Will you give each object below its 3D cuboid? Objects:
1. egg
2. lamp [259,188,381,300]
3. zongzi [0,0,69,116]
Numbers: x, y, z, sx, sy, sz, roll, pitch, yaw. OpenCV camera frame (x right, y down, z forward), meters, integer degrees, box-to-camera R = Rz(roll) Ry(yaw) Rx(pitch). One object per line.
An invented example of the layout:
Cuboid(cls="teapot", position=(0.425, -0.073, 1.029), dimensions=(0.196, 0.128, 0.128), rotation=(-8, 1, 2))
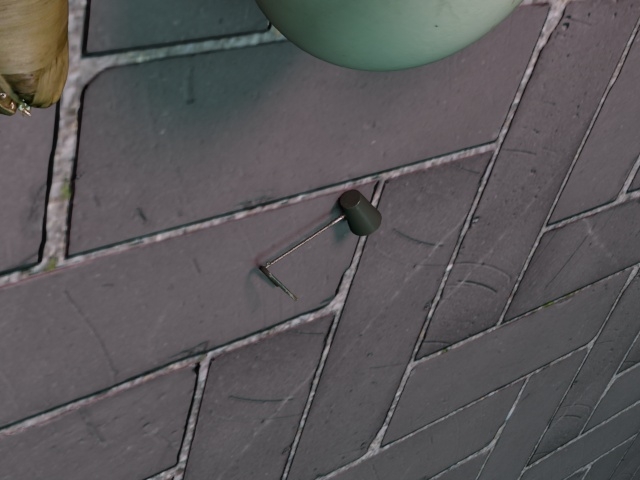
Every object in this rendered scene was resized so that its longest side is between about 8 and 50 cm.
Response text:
Cuboid(cls="egg", position=(0.049, -0.197, 0.556), dimensions=(0.183, 0.182, 0.264), rotation=(-30, 179, -24))
Cuboid(cls="lamp", position=(0.001, -0.001, 0.897), dimensions=(0.121, 0.041, 0.054), rotation=(-44, 140, -8))
Cuboid(cls="zongzi", position=(-0.210, -0.123, 0.485), dimensions=(0.176, 0.078, 0.160), rotation=(-15, 138, -25))
